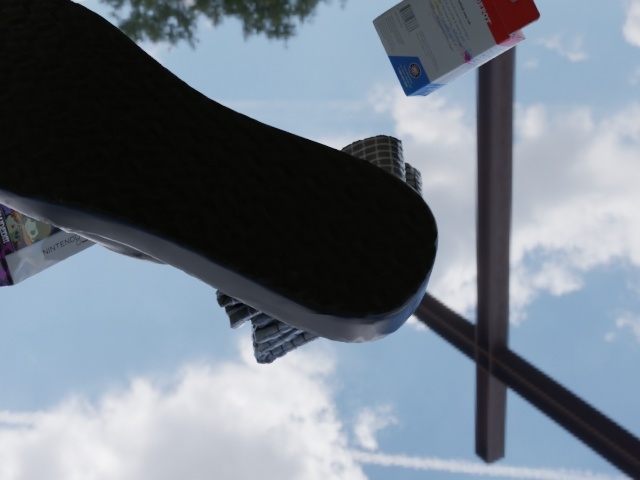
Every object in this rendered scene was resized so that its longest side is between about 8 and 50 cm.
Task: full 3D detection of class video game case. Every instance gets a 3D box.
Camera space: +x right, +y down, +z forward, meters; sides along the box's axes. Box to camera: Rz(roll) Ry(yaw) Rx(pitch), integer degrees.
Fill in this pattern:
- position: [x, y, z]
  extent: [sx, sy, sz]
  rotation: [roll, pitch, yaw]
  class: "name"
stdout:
- position: [-0.302, -0.093, 0.960]
  extent: [0.042, 0.232, 0.210]
  rotation: [-4, -163, 28]
  class: "video game case"

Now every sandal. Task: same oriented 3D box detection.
- position: [-0.132, -0.045, 0.662]
  extent: [0.446, 0.107, 0.167]
  rotation: [29, -119, 10]
  class: "sandal"

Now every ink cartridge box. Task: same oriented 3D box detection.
- position: [0.209, -0.325, 1.323]
  extent: [0.231, 0.134, 0.078]
  rotation: [-26, 174, 30]
  class: "ink cartridge box"

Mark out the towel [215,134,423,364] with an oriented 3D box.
- position: [0.000, 0.000, 1.172]
  extent: [0.284, 0.121, 0.235]
  rotation: [-28, -148, 19]
  class: "towel"
